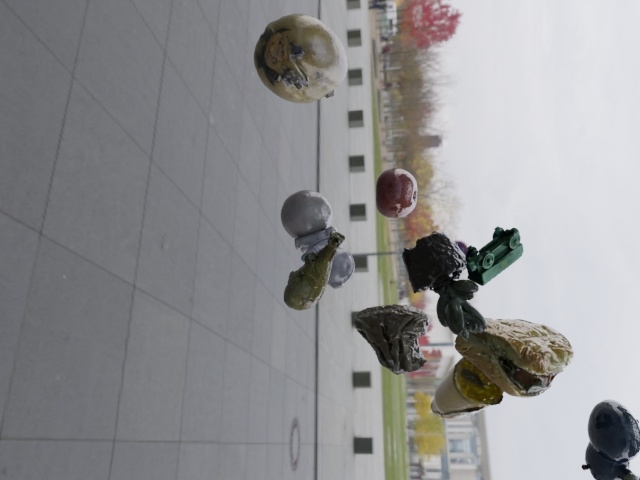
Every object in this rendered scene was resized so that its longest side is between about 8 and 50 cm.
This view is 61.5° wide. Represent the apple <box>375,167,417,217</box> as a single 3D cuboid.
[{"bbox_3d":[0.227,-0.140,1.608,0.153,0.120,0.153,6,90,-75],"label":"apple"}]

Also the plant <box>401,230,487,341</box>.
[{"bbox_3d":[0.320,0.113,1.336,0.149,0.147,0.274,-51,-126,42],"label":"plant"}]

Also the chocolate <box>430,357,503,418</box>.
[{"bbox_3d":[0.458,0.502,1.741,0.445,0.162,0.162,96,-3,-61],"label":"chocolate"}]

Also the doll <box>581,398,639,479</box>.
[{"bbox_3d":[0.860,0.593,1.580,0.228,0.154,0.258,-80,173,-69],"label":"doll"}]

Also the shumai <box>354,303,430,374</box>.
[{"bbox_3d":[0.195,0.286,1.524,0.183,0.218,0.185,82,16,-52],"label":"shumai"}]

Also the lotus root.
[{"bbox_3d":[-0.027,-0.392,1.207,0.310,0.183,0.182,-3,89,-66],"label":"lotus root"}]

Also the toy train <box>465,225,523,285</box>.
[{"bbox_3d":[0.424,0.037,1.313,0.070,0.172,0.099,31,-31,53],"label":"toy train"}]

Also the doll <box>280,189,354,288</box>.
[{"bbox_3d":[0.000,0.000,1.454,0.287,0.151,0.151,61,-1,21],"label":"doll"}]

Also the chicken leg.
[{"bbox_3d":[-0.013,0.057,1.065,0.070,0.093,0.178,17,109,-48],"label":"chicken leg"}]

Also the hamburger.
[{"bbox_3d":[0.541,0.326,1.446,0.209,0.330,0.162,-119,-134,-59],"label":"hamburger"}]
